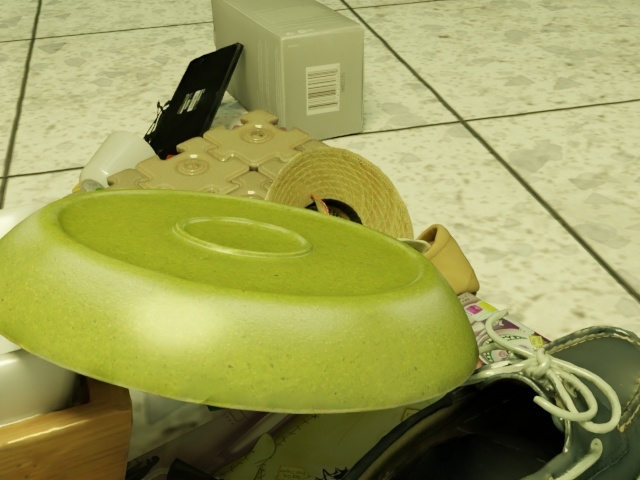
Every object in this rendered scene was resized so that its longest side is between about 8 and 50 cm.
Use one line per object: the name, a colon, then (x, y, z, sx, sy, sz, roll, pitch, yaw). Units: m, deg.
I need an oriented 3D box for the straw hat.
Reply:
straw hat: (0.000, 0.000, 0.688, 0.145, 0.144, 0.061, -28, -1, -36)

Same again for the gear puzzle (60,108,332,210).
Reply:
gear puzzle: (-0.119, -0.012, 0.747, 0.175, 0.044, 0.339, 33, 48, 33)

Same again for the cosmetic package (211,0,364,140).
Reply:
cosmetic package: (-0.044, -0.213, 1.003, 0.107, 0.127, 0.238, -13, 34, -18)

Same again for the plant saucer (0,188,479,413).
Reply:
plant saucer: (-0.039, 0.013, 0.416, 0.241, 0.037, 0.241, 10, 13, -2)

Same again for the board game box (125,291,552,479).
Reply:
board game box: (0.028, 0.147, 0.458, 0.347, 0.056, 0.208, -22, 40, -31)

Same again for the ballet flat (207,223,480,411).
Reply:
ballet flat: (0.008, 0.045, 0.597, 0.232, 0.073, 0.080, -18, -2, -32)

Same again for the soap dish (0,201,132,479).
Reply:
soap dish: (-0.223, 0.082, 0.456, 0.229, 0.118, 0.291, -15, 19, -15)

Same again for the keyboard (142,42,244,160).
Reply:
keyboard: (-0.138, -0.136, 0.934, 0.100, 0.038, 0.192, -11, 42, 28)

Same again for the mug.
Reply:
mug: (-0.199, -0.058, 0.826, 0.062, 0.078, 0.064, 35, 45, -2)

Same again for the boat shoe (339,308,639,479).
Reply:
boat shoe: (0.093, 0.095, 0.420, 0.255, 0.079, 0.095, -24, 31, -35)
